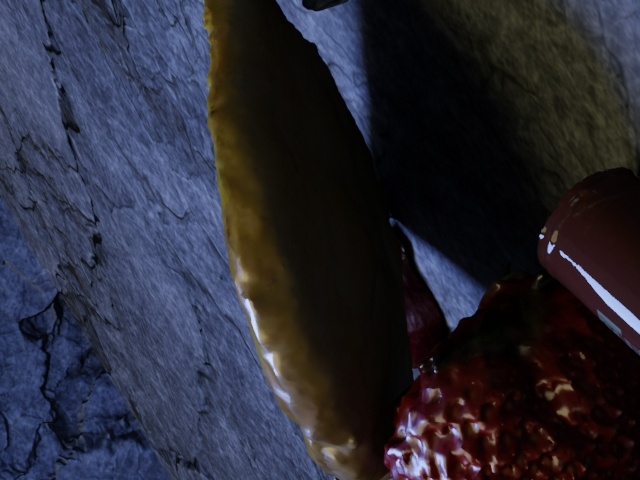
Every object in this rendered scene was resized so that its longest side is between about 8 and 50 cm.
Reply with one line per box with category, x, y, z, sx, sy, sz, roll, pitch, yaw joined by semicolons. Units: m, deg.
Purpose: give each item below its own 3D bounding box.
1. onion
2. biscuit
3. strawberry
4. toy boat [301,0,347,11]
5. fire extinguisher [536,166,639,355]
onion;0.043;0.052;2.034;0.206;0.098;0.151;54;162;16
biscuit;0.001;0.000;1.706;0.429;0.104;0.446;64;-165;-46
strawberry;0.191;0.163;1.604;0.257;0.261;0.261;48;159;15
toy boat;-0.002;-0.275;1.608;0.142;0.129;0.309;69;160;3
fire extinguisher;0.304;0.096;1.425;0.337;0.106;0.147;47;146;35
